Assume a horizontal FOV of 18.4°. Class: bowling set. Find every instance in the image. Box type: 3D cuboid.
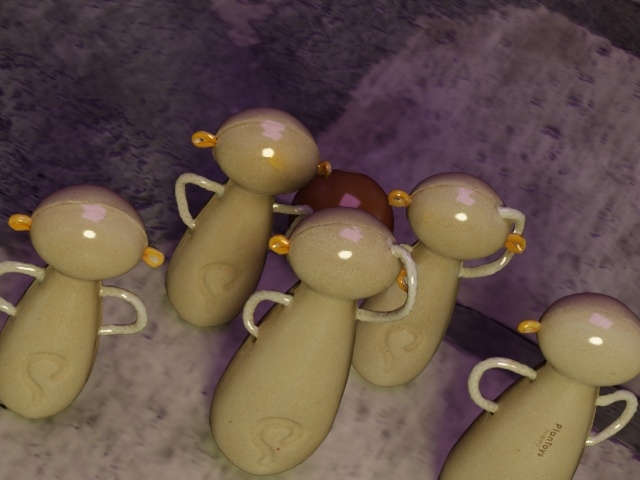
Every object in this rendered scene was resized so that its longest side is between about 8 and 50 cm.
[{"bbox_3d":[0.000,0.000,0.904,0.287,0.154,0.200,15,42,-11],"label":"bowling set"}]
